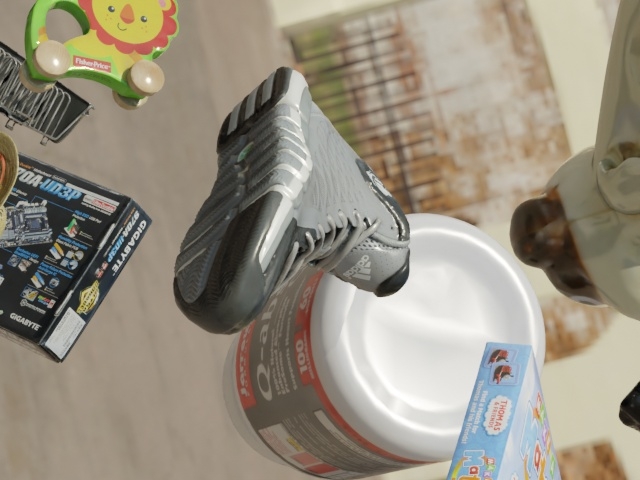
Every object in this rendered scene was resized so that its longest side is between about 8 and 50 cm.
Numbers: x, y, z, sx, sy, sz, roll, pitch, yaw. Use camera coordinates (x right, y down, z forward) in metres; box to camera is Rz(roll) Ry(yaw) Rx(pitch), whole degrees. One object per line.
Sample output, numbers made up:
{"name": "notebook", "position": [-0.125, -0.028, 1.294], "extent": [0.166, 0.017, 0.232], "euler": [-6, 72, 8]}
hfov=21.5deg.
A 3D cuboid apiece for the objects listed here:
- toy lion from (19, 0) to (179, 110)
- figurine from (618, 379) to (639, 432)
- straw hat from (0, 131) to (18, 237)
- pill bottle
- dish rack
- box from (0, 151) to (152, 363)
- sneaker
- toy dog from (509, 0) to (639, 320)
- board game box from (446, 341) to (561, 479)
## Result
{"name": "toy lion", "position": [-0.138, -0.136, 1.067], "extent": [0.034, 0.100, 0.096], "euler": [-33, -126, 55]}
{"name": "figurine", "position": [0.421, 0.155, 1.555], "extent": [0.209, 0.215, 0.092], "euler": [45, 15, 30]}
{"name": "straw hat", "position": [-0.285, -0.017, 1.334], "extent": [0.061, 0.144, 0.144], "euler": [53, 20, -46]}
{"name": "pill bottle", "position": [0.039, 0.112, 1.544], "extent": [0.363, 0.210, 0.210], "euler": [147, -70, -67]}
{"name": "dish rack", "position": [-0.375, -0.192, 1.873], "extent": [0.208, 0.074, 0.271], "euler": [34, 0, 5]}
{"name": "box", "position": [-0.305, 0.006, 1.701], "extent": [0.175, 0.220, 0.051], "euler": [-59, 149, -17]}
{"name": "sneaker", "position": [0.000, 0.000, 0.947], "extent": [0.132, 0.086, 0.229], "euler": [42, 30, -19]}
{"name": "toy dog", "position": [0.364, -0.097, 1.761], "extent": [0.395, 0.284, 0.408], "euler": [46, -55, 31]}
{"name": "board game box", "position": [0.115, 0.198, 1.120], "extent": [0.160, 0.039, 0.211], "euler": [72, 28, -42]}
